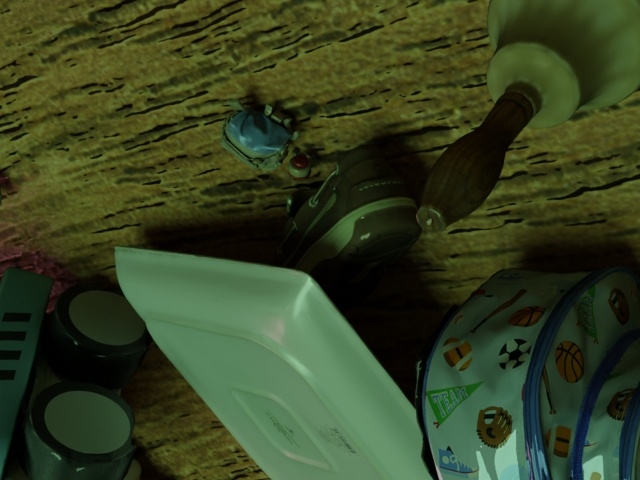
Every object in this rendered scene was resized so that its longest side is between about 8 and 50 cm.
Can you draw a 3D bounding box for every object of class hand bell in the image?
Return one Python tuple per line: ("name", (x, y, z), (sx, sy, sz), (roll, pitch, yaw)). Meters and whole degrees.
("hand bell", (0.124, -0.081, 0.911), (0.126, 0.242, 0.126), (18, 133, 21))

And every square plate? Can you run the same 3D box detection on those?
("square plate", (-0.023, 0.151, 1.253), (0.344, 0.049, 0.347), (6, 138, 56))

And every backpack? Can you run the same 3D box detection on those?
("backpack", (0.192, 0.154, 1.065), (0.213, 0.276, 0.263), (-12, 111, 35))

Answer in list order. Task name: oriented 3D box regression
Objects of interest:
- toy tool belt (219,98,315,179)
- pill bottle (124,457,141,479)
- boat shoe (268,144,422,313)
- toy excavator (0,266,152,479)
("toy tool belt", (-0.043, -0.086, 1.162), (0.083, 0.052, 0.051), (27, 144, 12))
("pill bottle", (-0.272, 0.268, 1.574), (0.193, 0.108, 0.108), (36, 137, 2))
("boat shoe", (0.007, -0.001, 1.190), (0.257, 0.095, 0.095), (-44, 60, 54))
("toy excavator", (-0.407, 0.108, 1.406), (0.445, 0.433, 0.222), (16, 126, -12))
